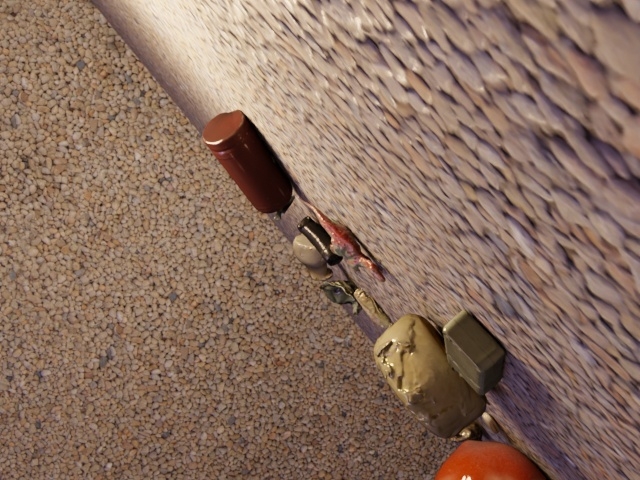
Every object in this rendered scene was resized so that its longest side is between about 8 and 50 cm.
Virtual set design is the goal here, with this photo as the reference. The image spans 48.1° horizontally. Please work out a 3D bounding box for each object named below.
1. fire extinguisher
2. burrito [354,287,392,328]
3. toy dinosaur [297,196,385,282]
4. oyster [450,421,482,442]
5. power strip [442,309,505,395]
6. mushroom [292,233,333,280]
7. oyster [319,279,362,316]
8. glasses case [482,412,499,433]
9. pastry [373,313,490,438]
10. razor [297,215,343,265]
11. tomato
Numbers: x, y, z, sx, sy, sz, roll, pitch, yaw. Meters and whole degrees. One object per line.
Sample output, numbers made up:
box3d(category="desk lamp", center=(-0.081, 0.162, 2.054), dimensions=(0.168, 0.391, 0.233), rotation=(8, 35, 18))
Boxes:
box3d(category="fire extinguisher", center=(-0.153, -0.171, 1.760), dimensions=(0.114, 0.135, 0.337), rotation=(-3, 141, 28))
box3d(category="burrito", center=(0.156, 0.206, 2.147), dimensions=(0.149, 0.041, 0.055), rotation=(50, 162, -7))
box3d(category="toy dinosaur", center=(0.041, -0.007, 1.534), dimensions=(0.242, 0.053, 0.167), rotation=(51, 174, -7))
box3d(category="oyster", center=(0.424, 0.561, 2.224), dimensions=(0.204, 0.111, 0.396), rotation=(33, -179, -20))
box3d(category="power strip", center=(0.251, 0.196, 1.177), dimensions=(0.093, 0.053, 0.288), rotation=(46, 175, 23))
box3d(category="mushroom", center=(-0.026, 0.057, 2.233), dimensions=(0.116, 0.093, 0.225), rotation=(24, 149, 19))
box3d(category="oyster", center=(0.087, 0.185, 2.355), dimensions=(0.252, 0.087, 0.199), rotation=(31, 166, -38))
box3d(category="glasses case", center=(0.416, 0.446, 1.748), dimensions=(0.032, 0.021, 0.083), rotation=(44, 172, 45))
box3d(category="pastry", center=(0.211, 0.264, 1.391), dimensions=(0.265, 0.133, 0.265), rotation=(51, -176, -5))
box3d(category="razor", center=(0.000, 0.000, 1.929), dimensions=(0.148, 0.054, 0.090), rotation=(49, 175, 20))
box3d(category="tomato", center=(0.409, 0.623, 1.682), dimensions=(0.321, 0.321, 0.321), rotation=(50, 175, 6))
